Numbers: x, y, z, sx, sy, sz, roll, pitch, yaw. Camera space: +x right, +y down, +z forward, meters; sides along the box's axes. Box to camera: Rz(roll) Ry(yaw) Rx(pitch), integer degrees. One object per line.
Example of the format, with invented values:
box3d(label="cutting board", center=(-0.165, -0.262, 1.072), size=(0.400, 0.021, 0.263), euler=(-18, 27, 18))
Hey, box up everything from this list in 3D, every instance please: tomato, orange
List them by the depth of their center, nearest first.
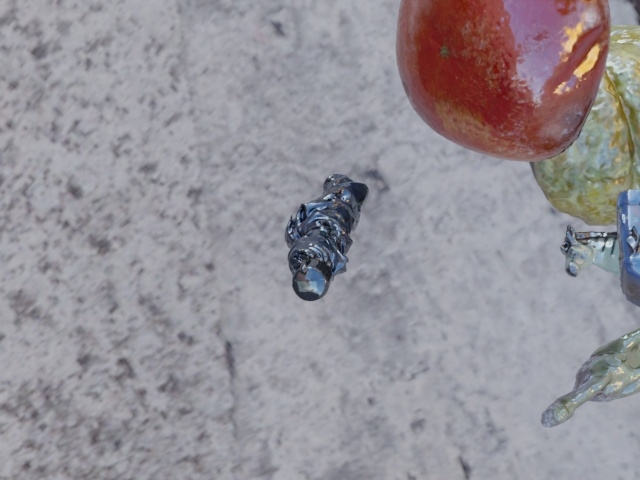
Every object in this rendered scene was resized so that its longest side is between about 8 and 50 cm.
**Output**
box3d(label="tomato", center=(0.196, -0.247, 1.650), size=(0.143, 0.338, 0.338), euler=(-17, 80, -34))
box3d(label="orange", center=(0.458, -0.159, 1.923), size=(0.368, 0.210, 0.271), euler=(-34, 125, -47))

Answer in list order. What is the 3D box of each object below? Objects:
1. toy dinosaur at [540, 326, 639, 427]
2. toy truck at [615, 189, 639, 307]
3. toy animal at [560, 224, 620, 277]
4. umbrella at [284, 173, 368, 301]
box3d(label="toy dinosaur", center=(0.387, 0.169, 1.754), size=(0.294, 0.162, 0.077), euler=(-8, 69, -51))
box3d(label="toy truck", center=(0.309, 0.008, 0.934), size=(0.201, 0.074, 0.088), euler=(0, 64, 12))
box3d(label="toy animal", center=(0.420, -0.006, 1.685), size=(0.176, 0.217, 0.073), euler=(47, 9, 31))
box3d(label="umbrella", center=(-0.003, 0.001, 1.366), size=(0.071, 0.080, 0.224), euler=(23, 24, -2))
